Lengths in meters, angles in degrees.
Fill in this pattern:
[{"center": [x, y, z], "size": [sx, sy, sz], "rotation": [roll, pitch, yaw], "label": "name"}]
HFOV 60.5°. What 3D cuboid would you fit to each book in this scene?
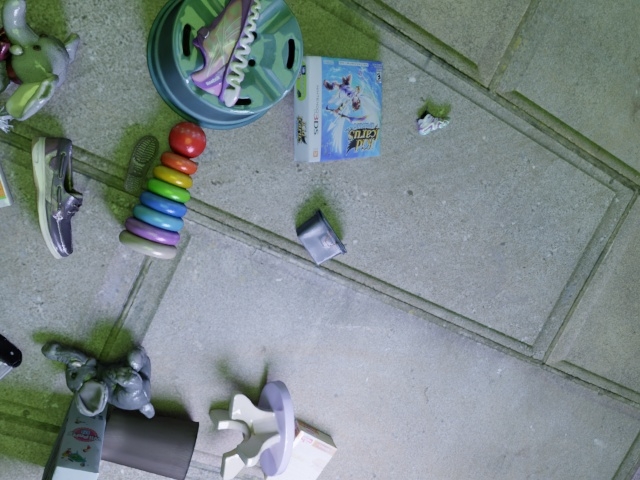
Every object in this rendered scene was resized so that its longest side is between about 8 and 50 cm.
[{"center": [-0.771, -0.141, 1.243], "size": [0.096, 0.035, 0.144], "rotation": [-13, 107, -10], "label": "book"}]

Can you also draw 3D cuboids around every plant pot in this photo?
[{"center": [-0.198, -0.405, 1.189], "size": [0.341, 0.334, 0.341], "rotation": [-4, 105, -17], "label": "plant pot"}]

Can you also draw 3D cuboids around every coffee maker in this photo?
[{"center": [-0.839, 0.298, 1.303], "size": [0.178, 0.120, 0.171], "rotation": [-44, 89, -3], "label": "coffee maker"}]

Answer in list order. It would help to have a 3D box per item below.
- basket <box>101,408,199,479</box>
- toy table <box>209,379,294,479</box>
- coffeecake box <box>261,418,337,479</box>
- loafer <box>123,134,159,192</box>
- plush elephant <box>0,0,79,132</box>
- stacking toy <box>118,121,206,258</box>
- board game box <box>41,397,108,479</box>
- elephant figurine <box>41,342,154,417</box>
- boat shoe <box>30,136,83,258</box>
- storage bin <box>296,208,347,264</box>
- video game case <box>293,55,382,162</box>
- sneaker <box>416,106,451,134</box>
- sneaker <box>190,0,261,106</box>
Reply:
[{"center": [-0.452, 0.532, 1.446], "size": [0.227, 0.204, 0.154], "rotation": [17, 71, -10], "label": "basket"}, {"center": [-0.182, 0.526, 1.496], "size": [0.161, 0.252, 0.274], "rotation": [1, 92, -34], "label": "toy table"}, {"center": [-0.063, 0.654, 1.645], "size": [0.142, 0.068, 0.185], "rotation": [35, 92, -22], "label": "coffeecake box"}, {"center": [-0.438, -0.185, 1.326], "size": [0.056, 0.050, 0.148], "rotation": [27, 79, -25], "label": "loafer"}, {"center": [-0.639, -0.377, 1.106], "size": [0.255, 0.272, 0.330], "rotation": [-18, 138, 2], "label": "plush elephant"}, {"center": [-0.367, -0.129, 1.323], "size": [0.141, 0.141, 0.330], "rotation": [19, 93, -21], "label": "stacking toy"}, {"center": [-0.606, 0.555, 1.326], "size": [0.098, 0.303, 0.224], "rotation": [20, 98, -21], "label": "board game box"}, {"center": [-0.561, 0.355, 1.388], "size": [0.239, 0.186, 0.169], "rotation": [-8, 150, -4], "label": "elephant figurine"}, {"center": [-0.600, -0.098, 1.270], "size": [0.092, 0.103, 0.285], "rotation": [-6, 100, -11], "label": "boat shoe"}, {"center": [0.000, 0.000, 1.488], "size": [0.091, 0.098, 0.135], "rotation": [-33, 111, 4], "label": "storage bin"}, {"center": [0.050, -0.326, 1.370], "size": [0.269, 0.061, 0.244], "rotation": [-14, 111, -43], "label": "video game case"}, {"center": [0.311, -0.341, 1.520], "size": [0.098, 0.038, 0.069], "rotation": [-26, 111, -10], "label": "sneaker"}, {"center": [-0.172, -0.367, 0.982], "size": [0.105, 0.095, 0.236], "rotation": [15, 100, -12], "label": "sneaker"}]
